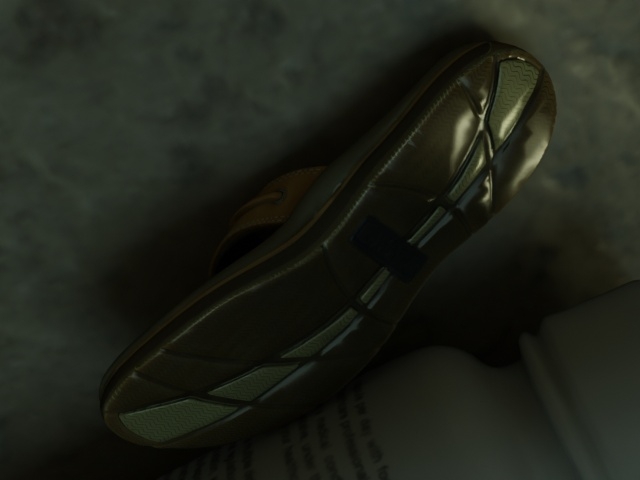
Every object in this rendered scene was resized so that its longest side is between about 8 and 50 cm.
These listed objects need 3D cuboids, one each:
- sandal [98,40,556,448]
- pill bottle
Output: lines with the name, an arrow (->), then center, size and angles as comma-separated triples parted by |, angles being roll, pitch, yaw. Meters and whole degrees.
sandal -> 0.000, 0.000, 0.555 | 0.180, 0.049, 0.072 | -46, 135, 3
pill bottle -> 0.015, 0.135, 0.594 | 0.283, 0.160, 0.160 | -28, 132, 6
